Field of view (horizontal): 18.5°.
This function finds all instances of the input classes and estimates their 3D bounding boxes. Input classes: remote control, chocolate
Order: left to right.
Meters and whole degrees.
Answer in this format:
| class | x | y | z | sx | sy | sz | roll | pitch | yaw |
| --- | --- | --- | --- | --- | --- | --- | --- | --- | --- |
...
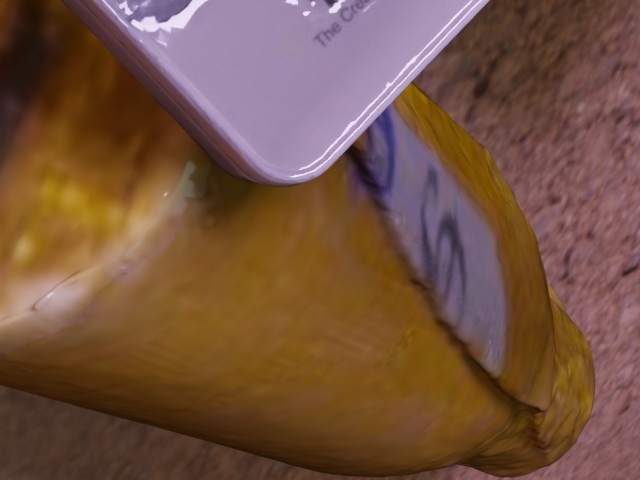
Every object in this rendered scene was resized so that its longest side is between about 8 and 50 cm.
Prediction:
| class | x | y | z | sx | sy | sz | roll | pitch | yaw |
| --- | --- | --- | --- | --- | --- | --- | --- | --- | --- |
| remote control | -0.061 | -0.130 | 0.452 | 0.103 | 0.034 | 0.250 | -46 | 104 | -13 |
| chocolate | 0.000 | 0.000 | 0.696 | 0.162 | 0.162 | 0.445 | -56 | 150 | 3 |
